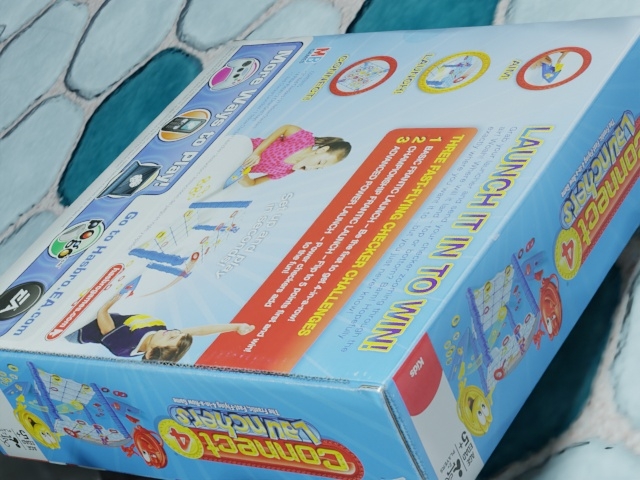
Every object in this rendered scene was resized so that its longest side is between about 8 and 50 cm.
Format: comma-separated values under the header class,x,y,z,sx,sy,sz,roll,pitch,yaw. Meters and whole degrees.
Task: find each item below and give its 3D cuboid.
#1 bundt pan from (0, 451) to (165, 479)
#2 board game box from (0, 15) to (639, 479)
class,x,y,z,sx,sy,sz,roll,pitch,yaw
bundt pan,-0.169,0.214,1.007,0.331,0.124,0.331,-27,34,21
board game box,0.000,0.000,0.945,0.302,0.086,0.308,3,39,38
